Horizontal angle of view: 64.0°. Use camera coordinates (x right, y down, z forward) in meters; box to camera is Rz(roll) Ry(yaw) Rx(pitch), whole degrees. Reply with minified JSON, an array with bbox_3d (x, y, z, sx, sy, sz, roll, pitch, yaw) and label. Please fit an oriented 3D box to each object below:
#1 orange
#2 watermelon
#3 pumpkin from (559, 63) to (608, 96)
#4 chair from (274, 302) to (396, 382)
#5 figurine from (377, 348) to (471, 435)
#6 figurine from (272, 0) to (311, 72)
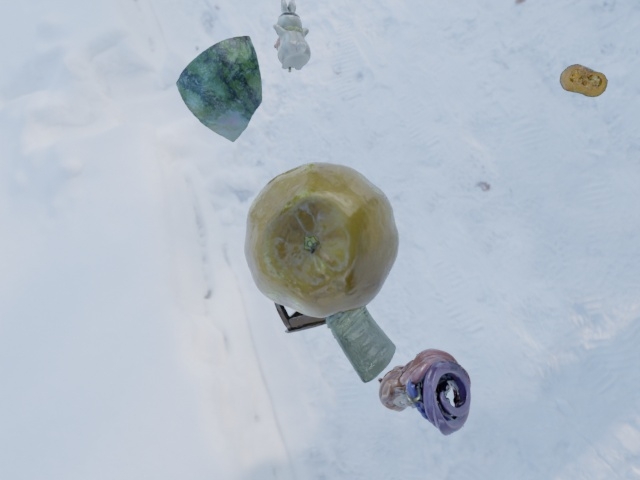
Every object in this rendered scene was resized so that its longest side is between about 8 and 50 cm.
[{"bbox_3d":[0.000,0.000,0.898,0.279,0.235,0.278,0,101,0],"label":"orange"},{"bbox_3d":[-0.289,-0.452,1.557,0.256,0.176,0.260,-20,86,-1],"label":"watermelon"},{"bbox_3d":[0.489,-0.295,0.949,0.083,0.028,0.050,34,127,22],"label":"pumpkin"},{"bbox_3d":[0.022,0.177,1.234,0.186,0.160,0.319,-20,102,41],"label":"chair"},{"bbox_3d":[0.157,0.220,0.784,0.157,0.126,0.113,4,90,57],"label":"figurine"},{"bbox_3d":[-0.079,-0.453,1.134,0.098,0.081,0.146,-30,69,37],"label":"figurine"}]
